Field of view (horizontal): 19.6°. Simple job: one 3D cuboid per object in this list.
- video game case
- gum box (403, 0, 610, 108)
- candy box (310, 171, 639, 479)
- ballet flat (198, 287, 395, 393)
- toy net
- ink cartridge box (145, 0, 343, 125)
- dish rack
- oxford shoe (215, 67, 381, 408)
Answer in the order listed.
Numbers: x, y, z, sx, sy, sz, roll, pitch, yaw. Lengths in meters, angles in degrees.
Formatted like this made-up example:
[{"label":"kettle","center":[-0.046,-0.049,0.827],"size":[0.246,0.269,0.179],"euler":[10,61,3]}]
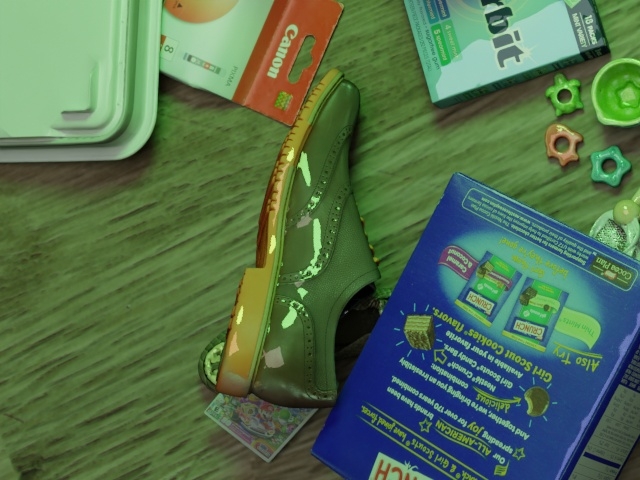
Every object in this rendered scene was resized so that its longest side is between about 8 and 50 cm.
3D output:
[{"label":"video game case","center":[-0.051,0.162,1.900],"size":[0.087,0.011,0.122],"euler":[38,114,-5]},{"label":"gum box","center":[0.183,-0.237,1.883],"size":[0.184,0.041,0.157],"euler":[-18,78,15]},{"label":"candy box","center":[0.175,0.134,1.769],"size":[0.268,0.122,0.317],"euler":[30,93,39]},{"label":"ballet flat","center":[-0.015,0.102,1.903],"size":[0.249,0.058,0.084],"euler":[-15,81,15]},{"label":"toy net","center":[0.284,-0.060,1.835],"size":[0.122,0.045,0.232],"euler":[-5,84,16]},{"label":"ink cartridge box","center":[-0.085,-0.219,1.962],"size":[0.179,0.045,0.145],"euler":[25,93,20]},{"label":"dish rack","center":[-0.306,-0.253,1.997],"size":[0.285,0.072,0.333],"euler":[0,86,25]},{"label":"oxford shoe","center":[0.000,0.000,1.862],"size":[0.132,0.130,0.364],"euler":[16,70,-2]}]
